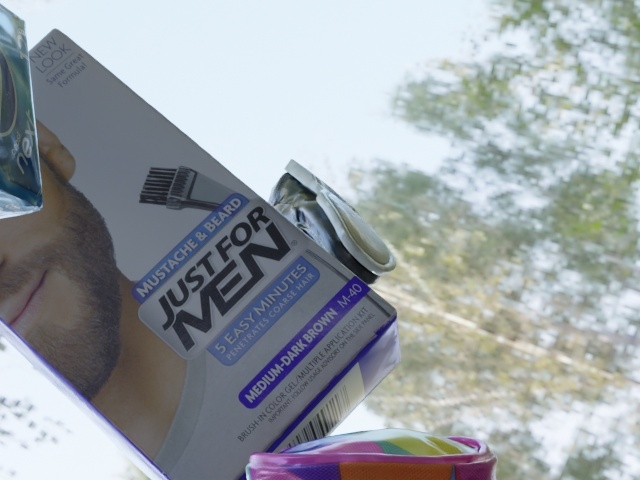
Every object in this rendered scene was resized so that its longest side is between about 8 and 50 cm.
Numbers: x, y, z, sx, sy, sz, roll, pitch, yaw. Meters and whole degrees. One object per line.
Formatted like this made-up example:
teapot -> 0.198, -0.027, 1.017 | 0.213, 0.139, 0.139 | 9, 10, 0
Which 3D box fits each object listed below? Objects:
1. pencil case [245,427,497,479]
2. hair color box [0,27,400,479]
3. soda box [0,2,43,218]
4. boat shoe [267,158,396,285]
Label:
pencil case -> 0.019, 0.189, 0.525 | 0.104, 0.104, 0.236 | 5, -96, -45
hair color box -> -0.128, 0.026, 0.986 | 0.185, 0.339, 0.110 | -46, -21, -15
soda box -> -0.203, -0.030, 0.461 | 0.067, 0.210, 0.071 | 36, -135, -74
boat shoe -> 0.000, 0.000, 1.167 | 0.084, 0.233, 0.079 | 41, -88, -22
